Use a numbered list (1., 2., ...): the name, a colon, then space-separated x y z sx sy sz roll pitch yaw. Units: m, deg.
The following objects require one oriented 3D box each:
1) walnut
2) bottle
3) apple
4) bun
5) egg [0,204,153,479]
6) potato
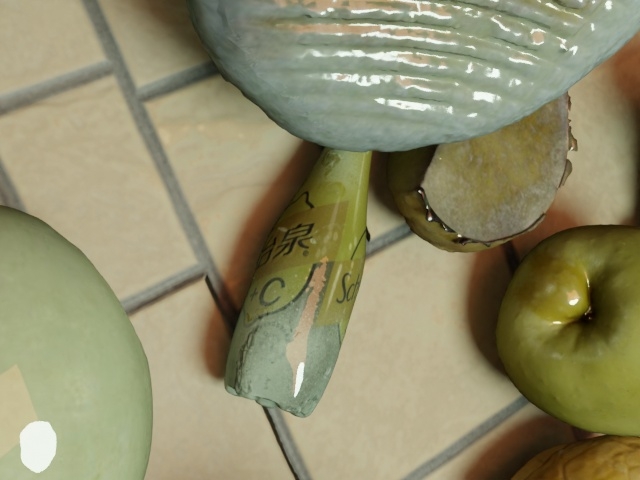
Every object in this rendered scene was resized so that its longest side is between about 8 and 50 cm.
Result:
1. walnut: 0.236 0.254 0.717 0.207 0.159 0.159 -25 100 -28
2. bottle: 0.000 0.000 0.646 0.083 0.083 0.269 24 77 -24
3. apple: 0.254 0.081 0.718 0.200 0.200 0.200 1 88 -27
4. bun: 0.065 -0.233 0.533 0.362 0.211 0.362 -8 127 -11
5. egg: -0.193 0.087 0.491 0.183 0.183 0.217 1 95 -27
6. potato: 0.143 -0.093 0.713 0.138 0.098 0.243 33 71 -24
